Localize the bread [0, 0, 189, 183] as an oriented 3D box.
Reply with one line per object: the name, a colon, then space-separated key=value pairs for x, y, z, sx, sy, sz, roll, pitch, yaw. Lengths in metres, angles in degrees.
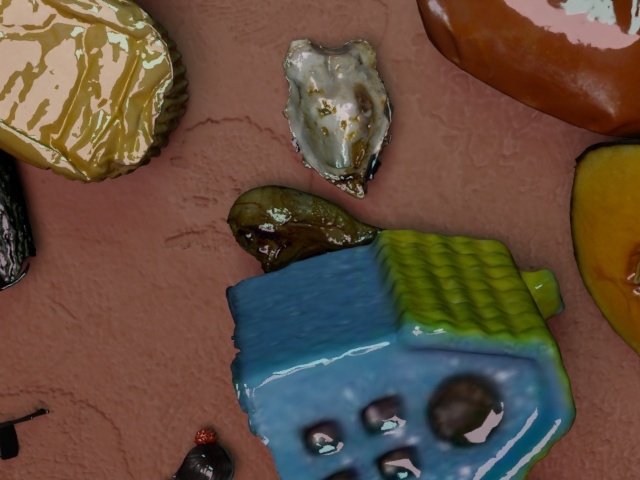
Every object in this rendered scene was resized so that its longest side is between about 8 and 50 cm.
bread: x=-0.243 y=-0.156 z=1.499 sx=0.250 sy=0.133 sz=0.179 roll=22 pitch=98 yaw=-3

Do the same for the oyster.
oyster: x=0.018 y=-0.110 z=1.504 sx=0.103 sy=0.051 sz=0.148 roll=-2 pitch=88 yaw=15

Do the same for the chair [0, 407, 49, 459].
chair: x=-0.312 y=0.198 z=1.659 sx=0.086 sy=0.037 sz=0.042 roll=-16 pitch=88 yaw=19

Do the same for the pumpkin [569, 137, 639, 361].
pumpkin: x=0.341 y=0.025 z=1.452 sx=0.169 sy=0.148 sz=0.312 roll=-6 pitch=113 yaw=59

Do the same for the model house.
model house: x=0.076 y=0.112 z=1.432 sx=0.303 sy=0.237 sz=0.216 roll=-22 pitch=111 yaw=3

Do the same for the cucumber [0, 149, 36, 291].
cucumber: x=-0.326 y=-0.073 z=1.582 sx=0.067 sy=0.067 sz=0.245 roll=-11 pitch=100 yaw=14

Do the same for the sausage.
sausage: x=0.202 y=-0.191 z=1.391 sx=0.268 sy=0.153 sz=0.141 roll=27 pitch=118 yaw=5

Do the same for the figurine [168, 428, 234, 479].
figurine: x=-0.128 y=0.238 z=1.629 sx=0.106 sy=0.047 sz=0.060 roll=-50 pitch=54 yaw=25

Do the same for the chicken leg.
chicken leg: x=0.000 y=0.000 z=1.534 sx=0.178 sy=0.070 sz=0.093 roll=7 pitch=106 yaw=0
